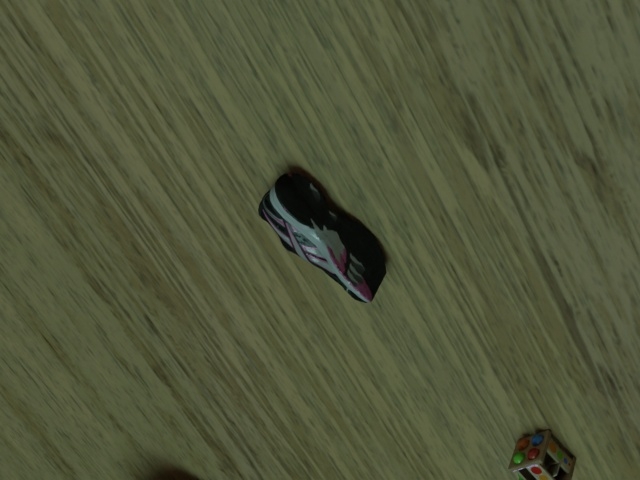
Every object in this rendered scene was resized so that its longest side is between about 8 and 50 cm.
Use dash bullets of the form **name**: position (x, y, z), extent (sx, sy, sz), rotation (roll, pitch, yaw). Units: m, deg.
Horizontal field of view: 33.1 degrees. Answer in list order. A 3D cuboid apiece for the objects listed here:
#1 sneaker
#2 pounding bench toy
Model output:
- **sneaker**: position (0.000, 0.000, 1.249), extent (0.178, 0.072, 0.077), rotation (50, 145, -8)
- **pounding bench toy**: position (0.266, 0.284, 1.359), extent (0.065, 0.052, 0.083), rotation (46, 133, -15)
